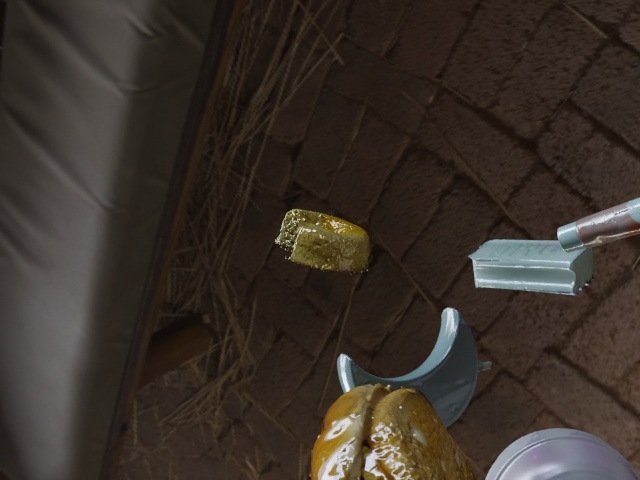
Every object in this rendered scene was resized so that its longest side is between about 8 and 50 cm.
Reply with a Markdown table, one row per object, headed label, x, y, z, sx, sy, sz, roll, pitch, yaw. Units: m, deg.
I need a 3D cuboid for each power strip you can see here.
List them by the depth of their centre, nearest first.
| label | x | y | z | sx | sy | sz | roll | pitch | yaw |
| --- | --- | --- | --- | --- | --- | --- | --- | --- | --- |
| power strip | 0.155 | 0.207 | 1.010 | 0.054 | 0.253 | 0.167 | -23 | 85 | 65 |

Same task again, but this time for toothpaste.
| label | x | y | z | sx | sy | sz | roll | pitch | yaw |
| --- | --- | --- | --- | --- | --- | --- | --- | --- | --- |
| toothpaste | 0.373 | -0.031 | 0.755 | 0.205 | 0.036 | 0.056 | -22 | 56 | 39 |

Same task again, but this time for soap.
| label | x | y | z | sx | sy | sz | roll | pitch | yaw |
| --- | --- | --- | --- | --- | --- | --- | --- | --- | --- |
| soap | 0.488 | 0.055 | 1.549 | 0.261 | 0.150 | 0.094 | 2 | 106 | 41 |

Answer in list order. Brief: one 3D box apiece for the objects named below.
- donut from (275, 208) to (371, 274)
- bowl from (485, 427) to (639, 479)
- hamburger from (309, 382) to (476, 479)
| label | x | y | z | sx | sy | sz | roll | pitch | yaw |
| --- | --- | --- | --- | --- | --- | --- | --- | --- | --- |
| donut | 0.011 | 0.002 | 1.057 | 0.146 | 0.181 | 0.078 | 10 | 98 | -13 |
| bowl | 0.421 | 0.473 | 1.107 | 0.287 | 0.144 | 0.286 | 0 | 89 | 3 |
| hamburger | 0.099 | 0.319 | 0.807 | 0.170 | 0.314 | 0.289 | -19 | 105 | 15 |
